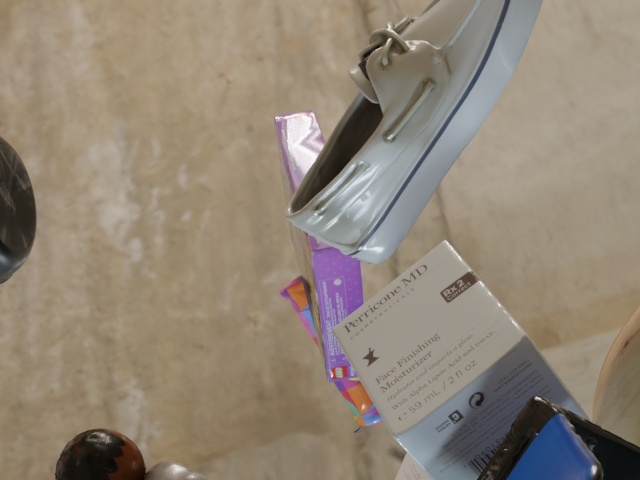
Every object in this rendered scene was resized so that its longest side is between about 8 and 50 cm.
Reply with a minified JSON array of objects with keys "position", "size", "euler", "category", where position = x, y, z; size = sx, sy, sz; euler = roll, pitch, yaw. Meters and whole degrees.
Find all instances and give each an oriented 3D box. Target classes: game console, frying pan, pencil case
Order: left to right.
[{"position":[-0.397,-0.033,1.304],"size":[0.326,0.053,0.197],"euler":[-52,-49,-75],"category":"frying pan"},{"position":[0.039,0.142,1.581],"size":[0.236,0.104,0.104],"euler":[62,-155,-3],"category":"pencil case"},{"position":[0.163,0.292,0.912],"size":[0.250,0.293,0.173],"euler":[29,-172,-34],"category":"game console"}]

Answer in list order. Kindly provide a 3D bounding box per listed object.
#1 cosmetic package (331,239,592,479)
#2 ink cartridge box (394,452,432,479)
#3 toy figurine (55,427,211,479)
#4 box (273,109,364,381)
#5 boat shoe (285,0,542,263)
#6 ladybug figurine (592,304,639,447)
[{"position":[0.133,0.131,1.117],"size":[0.151,0.151,0.183],"euler":[50,-177,-35],"category":"cosmetic package"},{"position":[0.197,0.435,1.708],"size":[0.207,0.353,0.119],"euler":[12,-160,-22],"category":"ink cartridge box"},{"position":[-0.122,0.216,0.601],"size":[0.148,0.209,0.213],"euler":[27,-161,-4],"category":"toy figurine"},{"position":[0.000,0.000,1.422],"size":[0.293,0.057,0.201],"euler":[-106,8,-53],"category":"box"},{"position":[0.061,-0.108,0.814],"size":[0.088,0.267,0.096],"euler":[22,-152,-19],"category":"boat shoe"},{"position":[0.565,0.179,1.679],"size":[0.305,0.449,0.162],"euler":[46,176,-9],"category":"ladybug figurine"}]
